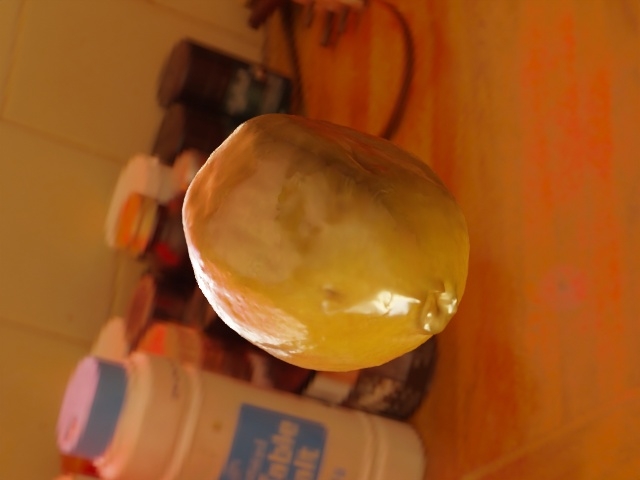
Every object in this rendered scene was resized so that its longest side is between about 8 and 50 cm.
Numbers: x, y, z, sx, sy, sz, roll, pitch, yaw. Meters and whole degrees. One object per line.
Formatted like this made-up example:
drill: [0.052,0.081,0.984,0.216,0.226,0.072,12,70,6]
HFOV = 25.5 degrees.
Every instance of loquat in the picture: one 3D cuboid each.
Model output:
loquat: [0.000,0.000,1.016,0.234,0.187,0.176,30,92,29]
